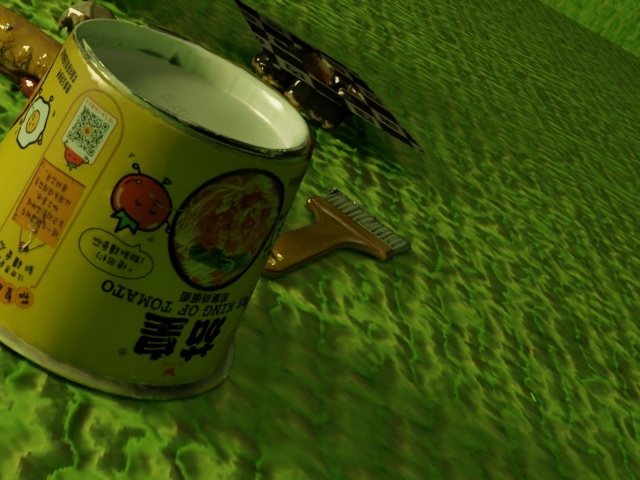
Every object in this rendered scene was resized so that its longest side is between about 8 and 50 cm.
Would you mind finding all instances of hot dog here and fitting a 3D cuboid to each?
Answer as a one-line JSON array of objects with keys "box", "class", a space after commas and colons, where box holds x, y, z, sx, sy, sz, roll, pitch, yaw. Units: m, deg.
[{"box": [-0.169, -0.102, 0.832, 0.215, 0.047, 0.066, 33, -15, 3], "class": "hot dog"}]

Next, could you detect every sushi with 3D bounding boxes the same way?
[{"box": [-0.008, -0.153, 1.169, 0.192, 0.040, 0.210, 27, 18, -30], "class": "sushi"}]

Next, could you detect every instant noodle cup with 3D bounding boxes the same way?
[{"box": [-0.096, -0.027, 0.632, 0.182, 0.144, 0.182, 26, 22, -11], "class": "instant noodle cup"}]

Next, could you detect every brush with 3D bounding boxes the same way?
[{"box": [0.000, 0.000, 0.884, 0.082, 0.010, 0.218, 38, 23, 14], "class": "brush"}]

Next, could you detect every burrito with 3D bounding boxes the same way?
[{"box": [-0.163, -0.149, 0.869, 0.045, 0.041, 0.185, 43, -3, -8], "class": "burrito"}]
